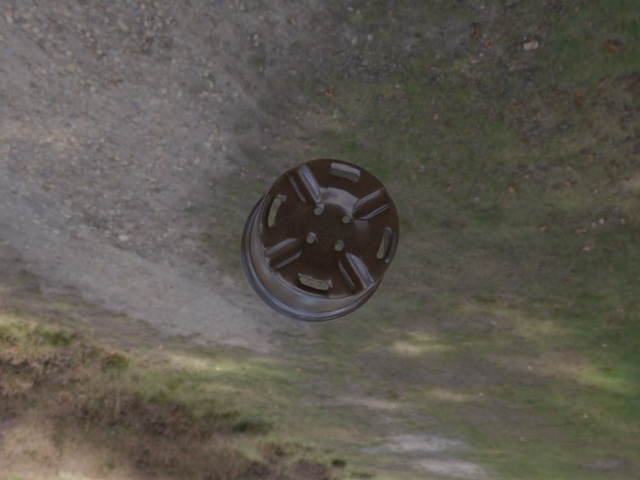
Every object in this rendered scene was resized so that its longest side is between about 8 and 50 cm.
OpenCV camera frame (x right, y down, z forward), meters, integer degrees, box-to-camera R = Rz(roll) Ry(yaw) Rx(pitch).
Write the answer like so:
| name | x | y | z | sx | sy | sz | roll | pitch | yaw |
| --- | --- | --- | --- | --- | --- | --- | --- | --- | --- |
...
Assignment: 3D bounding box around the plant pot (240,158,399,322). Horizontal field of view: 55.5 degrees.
| name | x | y | z | sx | sy | sz | roll | pitch | yaw |
| --- | --- | --- | --- | --- | --- | --- | --- | --- | --- |
| plant pot | 0.000 | 0.000 | 0.600 | 0.167 | 0.166 | 0.165 | 8 | 173 | -3 |
